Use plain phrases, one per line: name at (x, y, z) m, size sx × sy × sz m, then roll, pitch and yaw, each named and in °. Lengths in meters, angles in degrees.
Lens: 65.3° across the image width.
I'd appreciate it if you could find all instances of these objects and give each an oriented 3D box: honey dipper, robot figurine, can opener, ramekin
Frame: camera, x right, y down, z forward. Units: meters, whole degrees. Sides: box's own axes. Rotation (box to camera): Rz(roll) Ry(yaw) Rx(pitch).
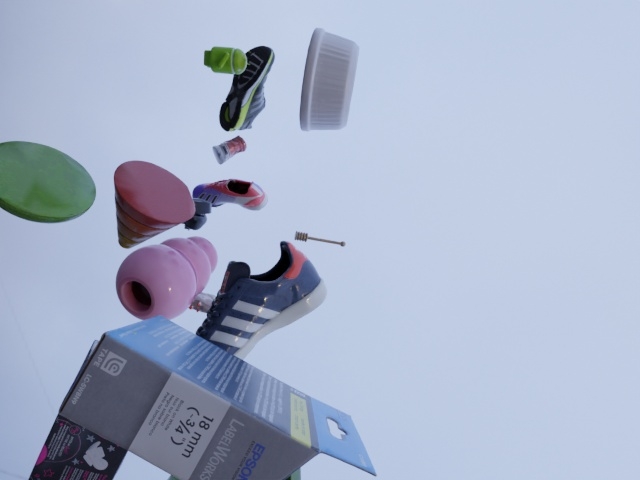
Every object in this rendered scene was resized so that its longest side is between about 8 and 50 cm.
honey dipper at (0.000, 0.000, 1.538) m, size 0.030 × 0.161 × 0.030 m, roll -168°, pitch -90°, yaw -79°
robot figurine at (-0.244, -0.469, 1.303) m, size 0.115 × 0.101 × 0.067 m, roll 6°, pitch -82°, yaw 4°
can opener at (-0.326, -0.058, 1.070) m, size 0.059 × 0.186 × 0.073 m, roll 10°, pitch -82°, yaw 55°
ramekin at (0.027, -0.428, 1.365) m, size 0.127 × 0.273 × 0.273 m, roll 9°, pitch -74°, yaw 2°

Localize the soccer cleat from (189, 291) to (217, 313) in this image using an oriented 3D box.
soccer cleat at (-0.300, 0.205, 1.479) m, size 0.196 × 0.076 × 0.068 m, roll 28°, pitch -56°, yaw 12°

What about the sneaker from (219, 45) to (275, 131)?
sneaker at (-0.227, -0.494, 1.642) m, size 0.111 × 0.121 × 0.300 m, roll 43°, pitch -65°, yaw 21°

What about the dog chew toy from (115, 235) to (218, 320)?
dog chew toy at (-0.398, 0.084, 1.374) m, size 0.206 × 0.332 × 0.206 m, roll 7°, pitch -68°, yaw 18°

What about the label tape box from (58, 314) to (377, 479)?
label tape box at (-0.116, 0.225, 0.643) m, size 0.334 × 0.240 × 0.106 m, roll 29°, pitch -95°, yaw -1°

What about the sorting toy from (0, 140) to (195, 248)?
sorting toy at (-0.349, -0.037, 0.644) m, size 0.126 × 0.365 × 0.127 m, roll -49°, pitch -123°, yaw 31°

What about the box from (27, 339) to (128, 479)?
box at (-0.425, 0.346, 0.953) m, size 0.247 × 0.142 × 0.163 m, roll -59°, pitch -162°, yaw 18°

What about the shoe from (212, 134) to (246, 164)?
shoe at (-0.292, -0.290, 1.604) m, size 0.063 × 0.081 × 0.178 m, roll 68°, pitch -19°, yaw -11°

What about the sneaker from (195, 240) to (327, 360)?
sneaker at (-0.161, 0.124, 0.890) m, size 0.148 × 0.350 × 0.131 m, roll 62°, pitch -23°, yaw -16°

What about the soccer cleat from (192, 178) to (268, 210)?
soccer cleat at (-0.346, -0.184, 1.818) m, size 0.318 × 0.116 × 0.108 m, roll 9°, pitch -118°, yaw 25°

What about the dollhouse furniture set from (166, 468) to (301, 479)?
dollhouse furniture set at (-0.211, 0.478, 0.973) m, size 0.301 × 0.197 × 0.151 m, roll 11°, pitch -65°, yaw 35°
